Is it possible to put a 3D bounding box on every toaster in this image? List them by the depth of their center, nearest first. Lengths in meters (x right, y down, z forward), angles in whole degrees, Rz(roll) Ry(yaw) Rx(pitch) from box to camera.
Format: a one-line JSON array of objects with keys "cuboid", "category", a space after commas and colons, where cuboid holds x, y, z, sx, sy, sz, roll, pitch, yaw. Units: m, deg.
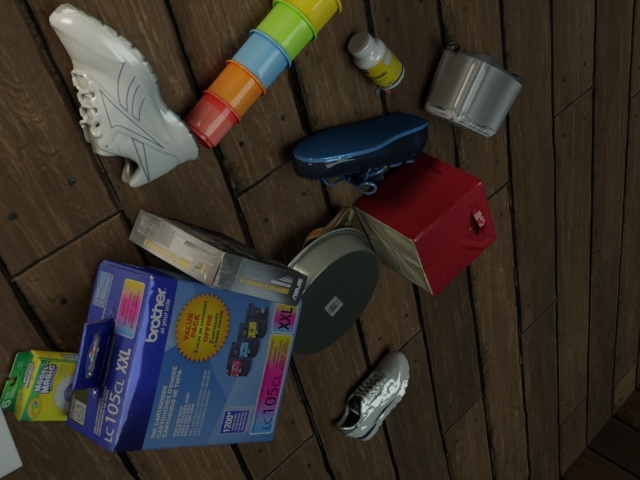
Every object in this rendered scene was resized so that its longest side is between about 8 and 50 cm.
[{"cuboid": [0.313, -0.310, 1.512, 0.227, 0.129, 0.146, 11, 104, -48], "category": "toaster"}]

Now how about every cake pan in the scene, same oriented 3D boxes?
[{"cuboid": [0.011, 0.112, 1.444, 0.293, 0.054, 0.293, -33, 143, -29], "category": "cake pan"}]

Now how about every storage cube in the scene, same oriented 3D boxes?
[{"cuboid": [0.219, -0.038, 1.503, 0.193, 0.215, 0.183, -40, 135, -14], "category": "storage cube"}]

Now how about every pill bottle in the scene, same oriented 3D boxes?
[{"cuboid": [0.101, -0.333, 1.336, 0.116, 0.065, 0.065, 33, 86, -48], "category": "pill bottle"}]

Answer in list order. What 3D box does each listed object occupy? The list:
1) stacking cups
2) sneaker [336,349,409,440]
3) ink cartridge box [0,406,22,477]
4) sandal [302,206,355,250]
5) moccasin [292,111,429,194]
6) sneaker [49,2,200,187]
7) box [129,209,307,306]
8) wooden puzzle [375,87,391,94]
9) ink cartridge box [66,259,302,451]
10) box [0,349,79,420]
[{"cuboid": [-0.096, -0.280, 1.158, 0.316, 0.096, 0.096, -52, 137, -6], "category": "stacking cups"}, {"cuboid": [0.126, 0.363, 1.715, 0.095, 0.090, 0.235, 31, 86, -39], "category": "sneaker"}, {"cuboid": [-0.516, 0.263, 1.038, 0.109, 0.062, 0.209, -26, 127, -33], "category": "ink cartridge box"}, {"cuboid": [0.000, 0.000, 1.423, 0.180, 0.049, 0.072, -51, 148, -16], "category": "sandal"}, {"cuboid": [0.092, -0.151, 1.372, 0.342, 0.138, 0.116, -19, 127, -37], "category": "moccasin"}, {"cuboid": [-0.282, -0.188, 1.006, 0.129, 0.111, 0.297, -42, 134, -13], "category": "sneaker"}, {"cuboid": [-0.161, 0.027, 1.140, 0.183, 0.231, 0.056, 18, 94, -49], "category": "box"}, {"cuboid": [0.133, -0.319, 1.418, 0.049, 0.006, 0.083, 33, 86, -48], "category": "wooden puzzle"}, {"cuboid": [-0.234, 0.187, 1.176, 0.396, 0.151, 0.269, 13, 88, -47], "category": "ink cartridge box"}, {"cuboid": [-0.406, 0.230, 1.146, 0.179, 0.043, 0.105, 15, 99, -46], "category": "box"}]
